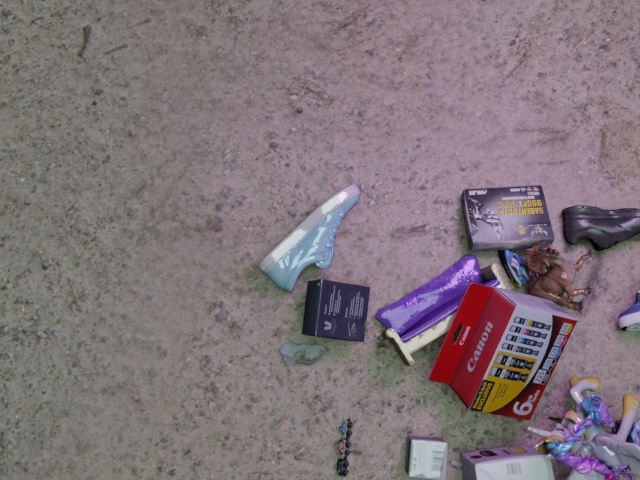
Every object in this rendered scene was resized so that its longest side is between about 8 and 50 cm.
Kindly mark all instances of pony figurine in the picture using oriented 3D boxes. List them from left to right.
[{"bbox_3d":[0.701,0.519,1.624,0.351,0.302,0.364,45,41,16],"label":"pony figurine"}]

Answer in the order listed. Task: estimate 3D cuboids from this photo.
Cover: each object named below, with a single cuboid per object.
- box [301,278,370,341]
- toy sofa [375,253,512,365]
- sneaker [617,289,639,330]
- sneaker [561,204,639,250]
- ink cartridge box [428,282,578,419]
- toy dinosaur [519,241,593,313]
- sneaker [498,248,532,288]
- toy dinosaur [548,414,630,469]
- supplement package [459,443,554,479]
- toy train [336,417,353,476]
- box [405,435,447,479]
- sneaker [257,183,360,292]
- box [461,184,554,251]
[{"bbox_3d":[0.043,0.196,1.827,0.158,0.093,0.155,11,79,-26],"label":"box"},{"bbox_3d":[0.339,0.184,1.825,0.363,0.150,0.177,-31,83,-4],"label":"toy sofa"},{"bbox_3d":[0.961,0.101,1.862,0.323,0.130,0.236,-23,63,10],"label":"sneaker"},{"bbox_3d":[0.842,-0.032,1.888,0.287,0.109,0.130,3,88,12],"label":"sneaker"},{"bbox_3d":[0.471,0.291,1.719,0.272,0.130,0.309,14,105,-21],"label":"ink cartridge box"},{"bbox_3d":[0.630,0.110,1.818,0.201,0.295,0.127,10,38,3],"label":"toy dinosaur"},{"bbox_3d":[0.560,0.064,1.893,0.059,0.053,0.144,-25,89,-5],"label":"sneaker"},{"bbox_3d":[0.781,0.524,1.813,0.268,0.064,0.118,34,89,9],"label":"toy dinosaur"},{"bbox_3d":[0.489,0.633,1.724,0.194,0.203,0.149,-7,80,-1],"label":"supplement package"},{"bbox_3d":[0.066,0.575,1.828,0.036,0.027,0.158,5,81,12],"label":"toy train"},{"bbox_3d":[0.288,0.592,1.791,0.102,0.087,0.101,6,81,2],"label":"box"},{"bbox_3d":[0.000,0.000,1.879,0.366,0.135,0.150,-43,91,3],"label":"sneaker"},{"bbox_3d":[0.533,-0.064,1.883,0.231,0.056,0.182,-3,60,1],"label":"box"}]
